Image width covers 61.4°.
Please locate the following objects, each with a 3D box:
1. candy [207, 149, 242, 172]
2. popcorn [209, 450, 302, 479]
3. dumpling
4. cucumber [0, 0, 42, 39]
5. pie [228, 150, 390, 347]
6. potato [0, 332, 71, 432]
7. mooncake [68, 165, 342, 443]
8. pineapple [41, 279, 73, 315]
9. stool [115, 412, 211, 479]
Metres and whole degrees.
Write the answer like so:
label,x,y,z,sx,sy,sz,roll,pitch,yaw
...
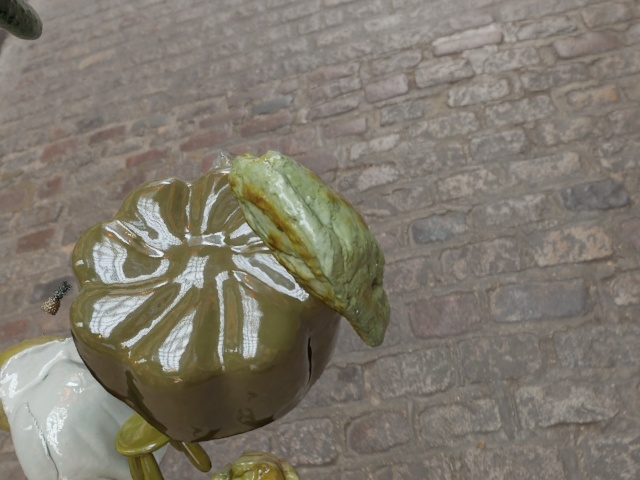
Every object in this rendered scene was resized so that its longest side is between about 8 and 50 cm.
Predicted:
label,x,y,z,sx,sy,sz,roll,pitch,yaw
candy,-0.163,-0.068,1.099,0.185,0.195,0.137,-51,50,22
popcorn,-0.139,0.515,0.952,0.215,0.252,0.286,41,85,-9
dumpling,-0.413,0.334,0.986,0.260,0.181,0.341,-26,43,-36
cucumber,-0.416,-0.302,0.685,0.056,0.250,0.056,0,93,-1
pie,0.000,0.000,0.547,0.090,0.248,0.201,-40,54,-1
potato,-0.578,0.307,1.136,0.229,0.266,0.229,-21,57,35
mooncake,-0.151,0.069,0.753,0.379,0.200,0.378,2,49,-2
pineapple,-0.881,0.188,1.807,0.058,0.058,0.124,17,68,29
stool,-0.252,0.334,0.855,0.134,0.110,0.135,-15,23,8
